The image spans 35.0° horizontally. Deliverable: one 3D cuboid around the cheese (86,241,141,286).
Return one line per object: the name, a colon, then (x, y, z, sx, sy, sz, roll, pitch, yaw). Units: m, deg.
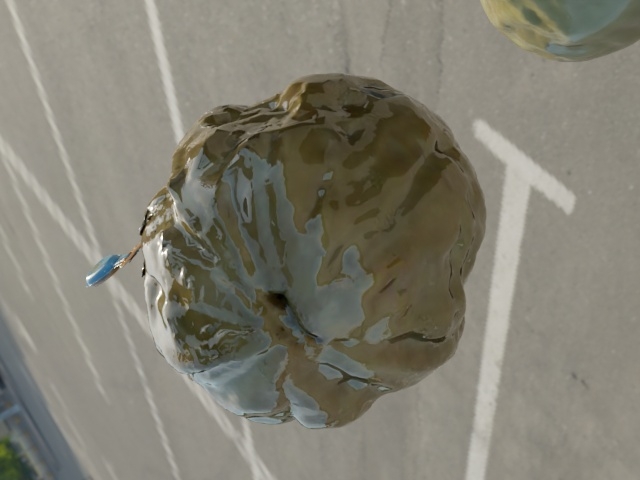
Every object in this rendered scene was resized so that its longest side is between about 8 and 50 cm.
cheese: (-0.221, 0.026, 1.080, 0.017, 0.047, 0.111, 43, 143, -18)

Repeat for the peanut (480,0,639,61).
peanut: (0.132, -0.221, 0.461, 0.153, 0.140, 0.325, 25, 149, 25)

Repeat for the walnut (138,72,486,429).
walnut: (0.000, 0.000, 0.581, 0.198, 0.198, 0.245, 62, -163, -8)
